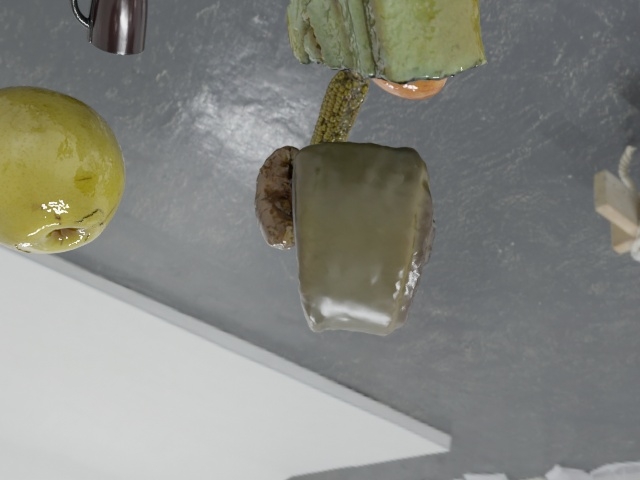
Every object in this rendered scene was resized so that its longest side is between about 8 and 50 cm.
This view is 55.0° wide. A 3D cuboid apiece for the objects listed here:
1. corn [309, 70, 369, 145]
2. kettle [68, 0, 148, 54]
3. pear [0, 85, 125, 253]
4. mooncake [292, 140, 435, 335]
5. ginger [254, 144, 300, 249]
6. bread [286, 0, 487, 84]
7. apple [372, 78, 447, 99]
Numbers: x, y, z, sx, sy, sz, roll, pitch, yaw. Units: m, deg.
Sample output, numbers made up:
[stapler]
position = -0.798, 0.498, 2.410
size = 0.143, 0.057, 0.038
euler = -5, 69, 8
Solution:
[corn]
position = 0.031, -0.270, 1.479
size = 0.097, 0.097, 0.319
euler = 18, 125, -4
[kettle]
position = -0.531, -0.613, 1.560
size = 0.202, 0.144, 0.232
euler = 0, 130, -25
[pear]
position = -0.578, -0.144, 1.277
size = 0.349, 0.348, 0.348
euler = 11, 147, 7
[mooncake]
position = 0.080, -0.019, 1.159
size = 0.247, 0.394, 0.392
euler = 4, 118, 4
[ginger]
position = -0.095, -0.099, 1.656
size = 0.165, 0.321, 0.172
euler = 5, 149, -9
[bread]
position = 0.116, -0.444, 1.087
size = 0.395, 0.240, 0.263
euler = 35, 137, 52
[apple]
position = 0.250, -0.567, 1.789
size = 0.275, 0.298, 0.299
euler = 5, 148, -8
